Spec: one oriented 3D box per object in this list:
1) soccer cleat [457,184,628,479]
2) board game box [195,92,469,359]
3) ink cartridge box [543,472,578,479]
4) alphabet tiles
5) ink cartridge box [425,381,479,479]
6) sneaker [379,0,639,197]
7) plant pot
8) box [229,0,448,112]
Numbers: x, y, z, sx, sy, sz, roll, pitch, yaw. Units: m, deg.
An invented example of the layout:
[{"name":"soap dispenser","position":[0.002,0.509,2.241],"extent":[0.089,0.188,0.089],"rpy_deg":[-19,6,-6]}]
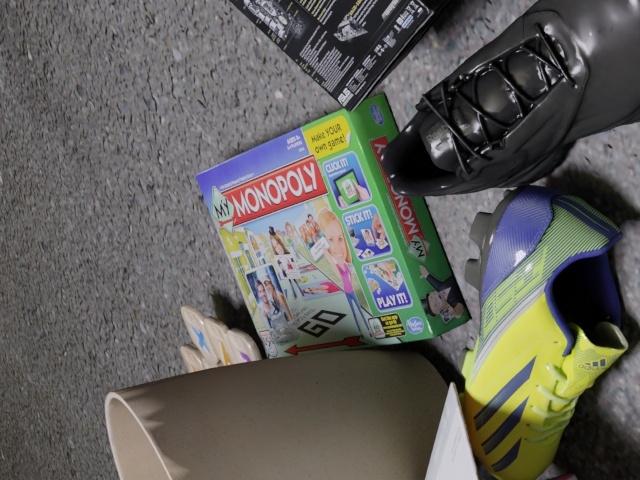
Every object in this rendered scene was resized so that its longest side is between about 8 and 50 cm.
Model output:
[{"name":"soccer cleat","position":[0.173,0.091,1.074],"extent":[0.121,0.093,0.289],"rpy_deg":[22,133,31]},{"name":"board game box","position":[0.000,0.000,1.335],"extent":[0.317,0.046,0.213],"rpy_deg":[-17,96,60]},{"name":"ink cartridge box","position":[0.166,0.305,1.225],"extent":[0.218,0.092,0.158],"rpy_deg":[-34,80,58]},{"name":"alphabet tiles","position":[-0.069,0.203,1.572],"extent":[0.284,0.021,0.278],"rpy_deg":[18,133,57]},{"name":"ink cartridge box","position":[0.129,0.286,1.100],"extent":[0.275,0.060,0.239],"rpy_deg":[98,168,-45]},{"name":"sneaker","position":[0.139,-0.096,0.961],"extent":[0.109,0.130,0.286],"rpy_deg":[62,149,13]},{"name":"plant pot","position":[-0.015,0.206,1.250],"extent":[0.256,0.274,0.256],"rpy_deg":[53,154,40]},{"name":"box","position":[0.018,-0.197,1.011],"extent":[0.147,0.077,0.180],"rpy_deg":[43,156,0]}]
